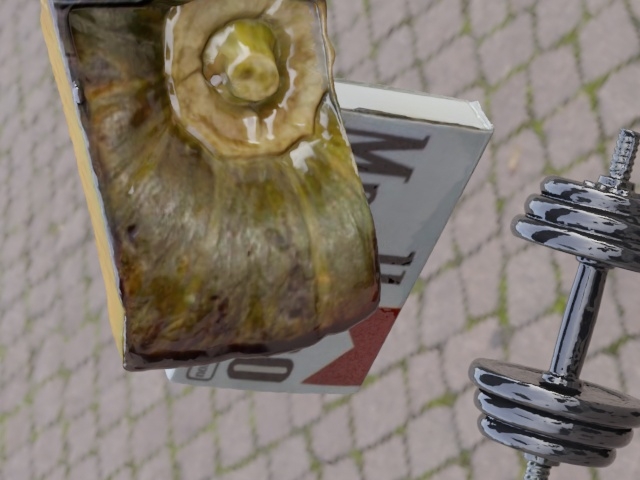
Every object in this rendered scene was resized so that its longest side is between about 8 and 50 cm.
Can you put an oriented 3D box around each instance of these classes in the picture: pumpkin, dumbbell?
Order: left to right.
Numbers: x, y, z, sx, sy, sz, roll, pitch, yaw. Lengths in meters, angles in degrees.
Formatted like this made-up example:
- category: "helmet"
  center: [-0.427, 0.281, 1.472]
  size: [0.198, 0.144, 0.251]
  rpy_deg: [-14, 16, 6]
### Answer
- category: "pumpkin"
  center: [-0.028, -0.021, 0.394]
  size: [0.035, 0.073, 0.101]
  rpy_deg: [20, 122, 55]
- category: "dumbbell"
  center: [0.135, 0.043, 0.879]
  size: [0.099, 0.099, 0.208]
  rpy_deg: [21, 97, 56]

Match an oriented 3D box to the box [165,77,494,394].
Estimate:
- category: "box"
  center: [0.000, 0.000, 0.836]
  size: [0.177, 0.115, 0.036]
  rpy_deg: [-64, 34, 31]
